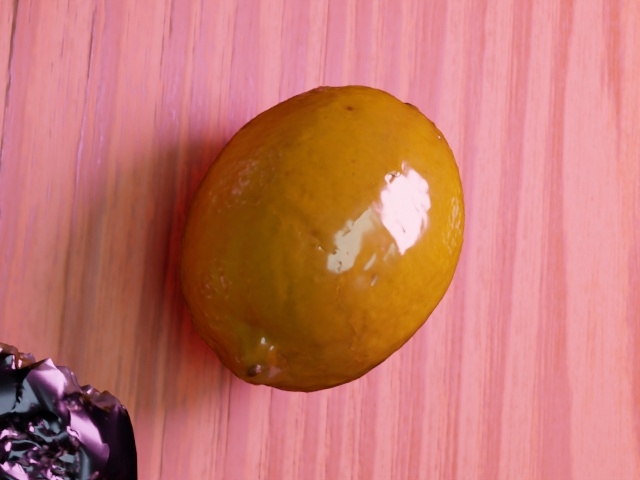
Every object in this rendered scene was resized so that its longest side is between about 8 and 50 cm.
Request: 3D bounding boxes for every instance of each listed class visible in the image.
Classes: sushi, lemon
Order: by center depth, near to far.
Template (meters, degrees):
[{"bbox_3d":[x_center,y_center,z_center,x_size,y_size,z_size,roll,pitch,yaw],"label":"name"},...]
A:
[{"bbox_3d":[-0.240,0.183,0.876,0.213,0.200,0.204,30,68,-34],"label":"sushi"},{"bbox_3d":[0.002,-0.004,1.054,0.263,0.236,0.236,-29,102,-21],"label":"lemon"}]
